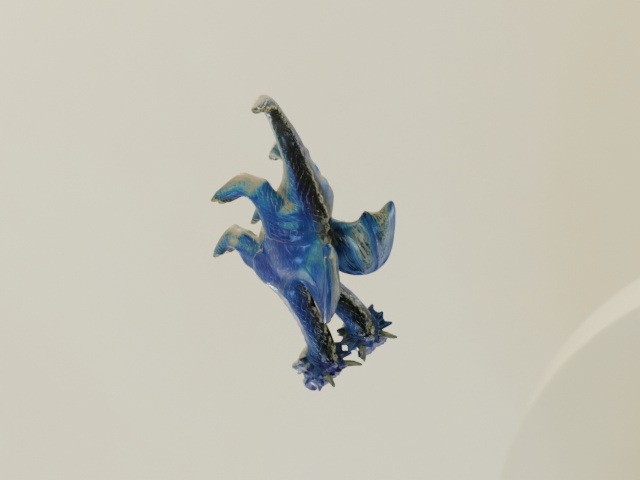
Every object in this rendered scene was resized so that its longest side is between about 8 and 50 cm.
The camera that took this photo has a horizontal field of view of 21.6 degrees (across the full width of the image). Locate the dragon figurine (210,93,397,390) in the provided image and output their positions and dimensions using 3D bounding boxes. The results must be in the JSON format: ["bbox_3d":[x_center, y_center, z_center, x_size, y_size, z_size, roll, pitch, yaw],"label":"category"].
[{"bbox_3d":[0.000,0.000,1.216,0.144,0.085,0.289,38,-31,16],"label":"dragon figurine"}]
